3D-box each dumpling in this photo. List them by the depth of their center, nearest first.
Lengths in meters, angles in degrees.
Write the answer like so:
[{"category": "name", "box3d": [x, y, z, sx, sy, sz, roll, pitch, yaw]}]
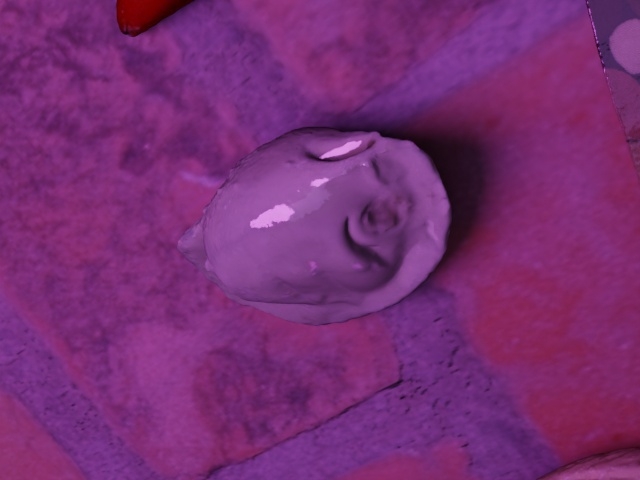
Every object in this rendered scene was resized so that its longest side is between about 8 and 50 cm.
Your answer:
[{"category": "dumpling", "box3d": [-0.003, -0.015, 0.542, 0.219, 0.152, 0.108, -19, 62, 37]}]

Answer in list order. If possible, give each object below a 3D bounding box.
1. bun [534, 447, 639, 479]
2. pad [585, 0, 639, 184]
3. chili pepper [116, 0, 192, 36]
[{"category": "bun", "box3d": [0.225, 0.234, 0.559, 0.188, 0.111, 0.164, -28, 98, 27]}, {"category": "pad", "box3d": [0.295, -0.122, 0.457, 0.235, 0.003, 0.158, -18, 105, 22]}, {"category": "chili pepper", "box3d": [0.026, -0.199, 0.469, 0.368, 0.092, 0.137, 5, 131, 21]}]
